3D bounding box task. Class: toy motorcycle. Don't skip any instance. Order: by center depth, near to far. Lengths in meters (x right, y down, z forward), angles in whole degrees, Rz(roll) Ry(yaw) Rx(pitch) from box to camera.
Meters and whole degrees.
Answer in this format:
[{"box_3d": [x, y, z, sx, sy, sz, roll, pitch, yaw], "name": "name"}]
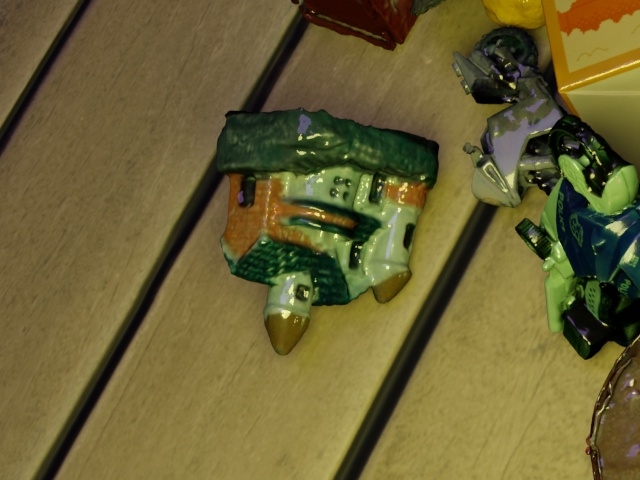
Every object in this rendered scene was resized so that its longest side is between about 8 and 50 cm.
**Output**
[{"box_3d": [0.302, 0.008, 1.435, 0.125, 0.331, 0.196, -33, 62, -10], "name": "toy motorcycle"}, {"box_3d": [0.232, -0.142, 1.705, 0.159, 0.106, 0.270, -28, 57, 6], "name": "toy motorcycle"}]

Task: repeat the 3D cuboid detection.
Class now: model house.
[{"box_3d": [0.000, 0.000, 1.691, 0.184, 0.253, 0.291, 4, 82, 46], "name": "model house"}, {"box_3d": [0.072, -0.417, 1.921, 0.196, 0.160, 0.254, 26, 76, 39], "name": "model house"}]

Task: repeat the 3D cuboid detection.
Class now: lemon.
[{"box_3d": [0.268, -0.337, 1.788, 0.114, 0.114, 0.155, 13, 60, 35], "name": "lemon"}]

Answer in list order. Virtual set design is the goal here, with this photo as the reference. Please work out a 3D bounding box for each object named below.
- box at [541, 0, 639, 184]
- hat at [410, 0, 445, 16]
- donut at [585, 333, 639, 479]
[{"box_3d": [0.409, -0.213, 1.523, 0.259, 0.283, 0.214, -16, 56, 22], "name": "box"}, {"box_3d": [0.185, -0.419, 1.777, 0.265, 0.128, 0.265, -36, 12, 9], "name": "hat"}, {"box_3d": [0.411, 0.236, 1.365, 0.259, 0.136, 0.345, -43, 50, 4], "name": "donut"}]
